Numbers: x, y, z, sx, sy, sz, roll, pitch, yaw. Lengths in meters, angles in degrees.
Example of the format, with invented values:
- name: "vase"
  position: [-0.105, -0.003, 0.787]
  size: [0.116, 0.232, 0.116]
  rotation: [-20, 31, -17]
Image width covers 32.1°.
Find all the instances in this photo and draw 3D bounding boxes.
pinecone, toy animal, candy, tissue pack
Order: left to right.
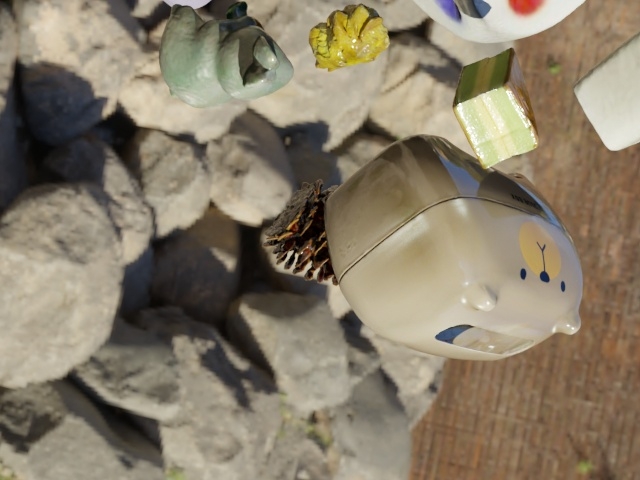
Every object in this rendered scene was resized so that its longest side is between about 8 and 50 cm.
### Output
- name: "toy animal"
  position: [-0.098, -0.212, 1.343]
  size: [0.125, 0.251, 0.127]
  rotation: [-20, 118, -27]
- name: "pinecone"
  position: [0.008, -0.002, 1.805]
  size: [0.163, 0.165, 0.163]
  rotation: [-48, -166, 17]
- name: "tissue pack"
  position: [0.206, 0.035, 1.636]
  size: [0.387, 0.267, 0.277]
  rotation: [19, 44, -48]
- name: "candy"
  position: [0.586, -0.278, 1.793]
  size: [0.145, 0.208, 0.358]
  rotation: [68, -19, 6]

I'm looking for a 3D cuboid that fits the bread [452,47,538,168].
- name: "bread"
  position: [0.204, -0.156, 1.278]
  size: [0.084, 0.074, 0.139]
  rotation: [60, 22, -20]

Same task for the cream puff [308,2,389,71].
- name: "cream puff"
  position: [0.029, -0.204, 1.151]
  size: [0.083, 0.083, 0.058]
  rotation: [74, 20, -49]

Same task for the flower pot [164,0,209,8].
- name: "flower pot"
  position: [-0.217, -0.479, 1.646]
  size: [0.243, 0.265, 0.265]
  rotation: [67, 36, -61]

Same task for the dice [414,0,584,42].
- name: "dice"
  position: [0.204, -0.462, 1.448]
  size: [0.277, 0.304, 0.304]
  rotation: [-39, 136, -6]
